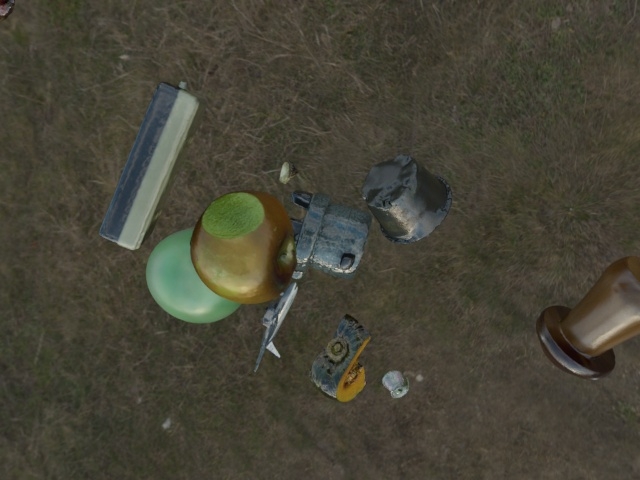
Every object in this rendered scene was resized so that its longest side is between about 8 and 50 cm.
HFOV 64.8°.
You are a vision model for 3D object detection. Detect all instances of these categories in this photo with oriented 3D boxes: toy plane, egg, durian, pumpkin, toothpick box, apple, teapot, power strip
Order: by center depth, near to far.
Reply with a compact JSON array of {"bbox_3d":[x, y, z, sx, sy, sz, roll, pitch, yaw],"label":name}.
[{"bbox_3d":[-0.104,0.013,0.746,0.147,0.163,0.146,24,147,33],"label":"apple"},{"bbox_3d":[-0.246,-0.116,0.759,0.070,0.105,0.256,23,102,-12],"label":"power strip"},{"bbox_3d":[-0.094,0.166,1.060,0.058,0.226,0.226,16,126,2],"label":"toy plane"},{"bbox_3d":[0.623,0.177,1.114,0.192,0.192,0.294,45,132,17],"label":"toothpick box"},{"bbox_3d":[-0.289,0.080,1.190,0.270,0.220,0.220,17,101,41],"label":"egg"},{"bbox_3d":[0.227,0.422,1.478,0.064,0.083,0.064,-117,38,-48],"label":"teapot"},{"bbox_3d":[-0.102,-0.211,1.543,0.066,0.130,0.052,-37,108,-6],"label":"durian"},{"bbox_3d":[0.093,0.412,1.723,0.139,0.190,0.280,35,91,39],"label":"pumpkin"}]

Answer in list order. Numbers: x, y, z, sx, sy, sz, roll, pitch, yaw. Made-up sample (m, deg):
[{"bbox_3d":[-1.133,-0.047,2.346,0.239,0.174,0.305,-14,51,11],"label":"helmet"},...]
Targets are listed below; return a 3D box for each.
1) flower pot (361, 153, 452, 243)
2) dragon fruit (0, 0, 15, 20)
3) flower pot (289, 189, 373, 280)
[{"bbox_3d":[0.150,-0.086,0.944,0.157,0.107,0.157,-28,43,29],"label":"flower pot"},{"bbox_3d":[-0.477,-0.418,0.528,0.296,0.263,0.314,-38,64,46],"label":"dragon fruit"},{"bbox_3d":[0.000,0.000,1.649,0.283,0.299,0.299,19,102,1],"label":"flower pot"}]
